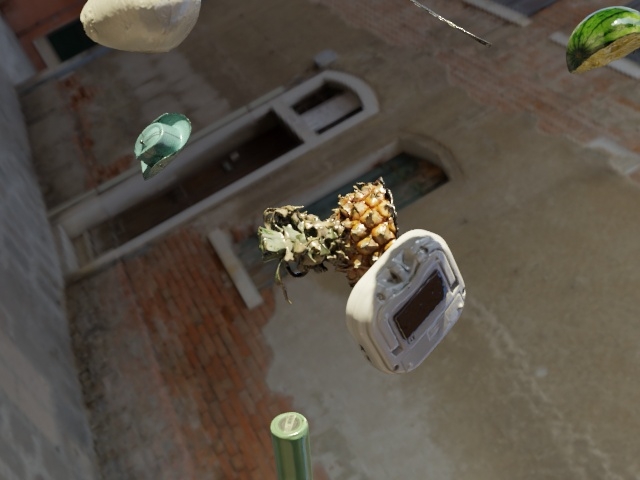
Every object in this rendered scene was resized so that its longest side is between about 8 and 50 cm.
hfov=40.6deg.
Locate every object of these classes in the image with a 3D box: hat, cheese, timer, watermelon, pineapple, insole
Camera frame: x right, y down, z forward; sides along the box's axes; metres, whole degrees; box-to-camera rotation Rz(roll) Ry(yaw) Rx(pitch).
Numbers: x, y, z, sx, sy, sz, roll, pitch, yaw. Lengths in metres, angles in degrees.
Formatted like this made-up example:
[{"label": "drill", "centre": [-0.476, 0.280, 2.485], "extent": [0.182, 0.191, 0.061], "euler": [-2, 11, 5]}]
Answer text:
[{"label": "hat", "centre": [-0.394, -0.230, 2.066], "extent": [0.078, 0.191, 0.138], "euler": [23, 33, -44]}, {"label": "cheese", "centre": [-0.315, -0.426, 1.584], "extent": [0.189, 0.198, 0.154], "euler": [-43, -111, 38]}, {"label": "timer", "centre": [0.172, 0.124, 1.672], "extent": [0.087, 0.262, 0.237], "euler": [24, -27, 44]}, {"label": "watermelon", "centre": [0.691, -0.492, 2.082], "extent": [0.204, 0.232, 0.127], "euler": [123, -56, -76]}, {"label": "pineapple", "centre": [0.000, 0.000, 1.817], "extent": [0.262, 0.271, 0.262], "euler": [177, -90, -74]}, {"label": "insole", "centre": [0.269, -0.529, 2.017], "extent": [0.309, 0.012, 0.110], "euler": [37, 17, 20]}]

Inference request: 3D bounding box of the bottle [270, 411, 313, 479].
[{"label": "bottle", "centre": [-0.022, 0.180, 0.707], "extent": [0.030, 0.030, 0.083], "euler": [-128, -152, -54]}]
